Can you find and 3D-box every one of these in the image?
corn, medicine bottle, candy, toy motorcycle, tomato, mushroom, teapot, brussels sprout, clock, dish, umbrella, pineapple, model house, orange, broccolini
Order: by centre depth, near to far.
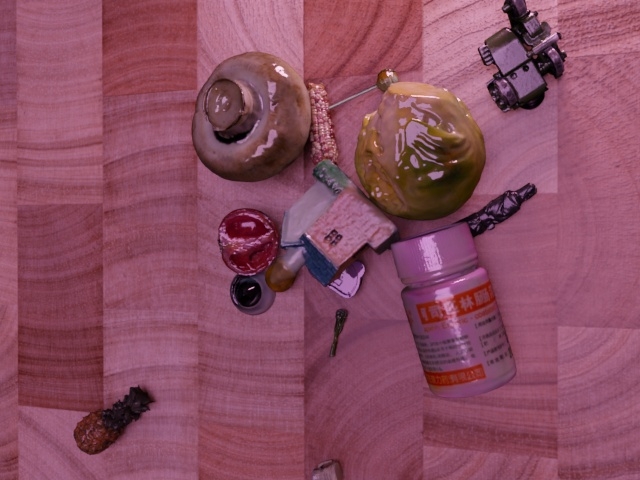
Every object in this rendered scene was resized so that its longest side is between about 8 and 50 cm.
[{"bbox_3d":[0.241,-0.207,1.422,0.345,0.268,0.343,-1,115,-2],"label":"brussels sprout"},{"bbox_3d":[0.317,0.163,1.428,0.219,0.219,0.388,-16,89,16],"label":"medicine bottle"},{"bbox_3d":[0.479,-0.458,1.444,0.205,0.127,0.275,-32,88,16],"label":"toy motorcycle"},{"bbox_3d":[0.436,-0.072,1.487,0.236,0.059,0.066,-36,98,15],"label":"umbrella"},{"bbox_3d":[0.000,0.000,1.516,0.325,0.194,0.267,-43,76,1],"label":"model house"},{"bbox_3d":[-0.190,-0.323,1.562,0.353,0.260,0.351,0,90,24],"label":"mushroom"},{"bbox_3d":[0.112,-0.397,1.574,0.203,0.061,0.061,-23,84,9],"label":"candy"},{"bbox_3d":[-0.001,-0.316,1.607,0.080,0.079,0.236,-9,87,17],"label":"corn"},{"bbox_3d":[0.051,0.080,1.607,0.153,0.050,0.110,34,100,14],"label":"clock"},{"bbox_3d":[0.043,0.256,1.619,0.030,0.035,0.139,15,96,20],"label":"broccolini"},{"bbox_3d":[0.015,0.643,1.623,0.083,0.057,0.067,-20,47,19],"label":"teapot"},{"bbox_3d":[-0.109,0.097,1.637,0.085,0.085,0.095,37,106,13],"label":"orange"},{"bbox_3d":[-0.196,-0.006,1.659,0.174,0.099,0.189,-4,106,9],"label":"tomato"},{"bbox_3d":[-0.206,0.147,1.671,0.141,0.078,0.141,0,90,17],"label":"dish"},{"bbox_3d":[-0.624,0.538,1.782,0.248,0.128,0.128,-38,80,9],"label":"pineapple"}]
